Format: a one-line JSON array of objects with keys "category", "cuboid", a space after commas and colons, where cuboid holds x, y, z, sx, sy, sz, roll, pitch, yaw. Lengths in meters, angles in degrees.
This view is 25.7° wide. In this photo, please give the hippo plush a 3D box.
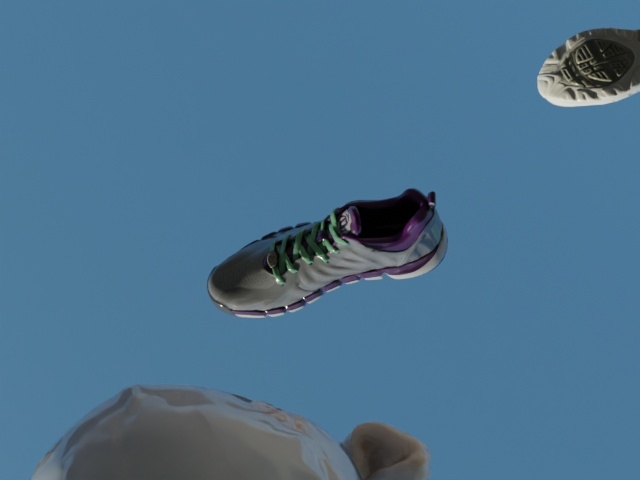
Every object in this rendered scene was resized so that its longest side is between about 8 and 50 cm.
[{"category": "hippo plush", "cuboid": [0.011, 0.164, 0.455, 0.234, 0.294, 0.237, -14, -120, 14]}]

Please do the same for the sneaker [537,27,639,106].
[{"category": "sneaker", "cuboid": [0.362, -0.195, 1.594, 0.232, 0.115, 0.090, -16, -111, 9]}]

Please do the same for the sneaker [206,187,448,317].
[{"category": "sneaker", "cuboid": [0.000, 0.000, 1.252, 0.223, 0.098, 0.083, -16, -120, 1]}]
